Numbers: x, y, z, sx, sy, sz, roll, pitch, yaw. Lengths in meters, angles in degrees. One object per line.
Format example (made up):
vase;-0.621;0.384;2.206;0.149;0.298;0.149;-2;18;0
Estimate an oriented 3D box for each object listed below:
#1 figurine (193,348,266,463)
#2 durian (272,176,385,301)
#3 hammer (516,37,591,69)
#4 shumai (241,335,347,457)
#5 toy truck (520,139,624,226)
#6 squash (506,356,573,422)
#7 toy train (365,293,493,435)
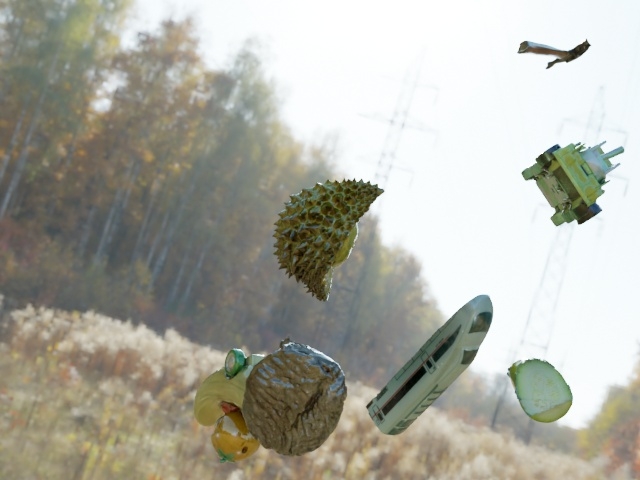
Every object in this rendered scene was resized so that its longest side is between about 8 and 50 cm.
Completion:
figurine;-0.171;0.360;2.098;0.124;0.222;0.324;12;-25;-33
durian;0.000;0.000;2.003;0.172;0.306;0.166;38;40;29
hammer;0.487;-0.404;2.124;0.125;0.027;0.297;-26;-10;34
shumai;-0.033;0.246;1.667;0.166;0.206;0.175;32;25;3
toy truck;0.430;-0.105;1.652;0.128;0.135;0.259;57;-1;5
squash;0.355;0.233;1.674;0.075;0.090;0.200;63;0;-14
toy train;0.245;0.269;2.092;0.086;0.407;0.088;2;48;-38
